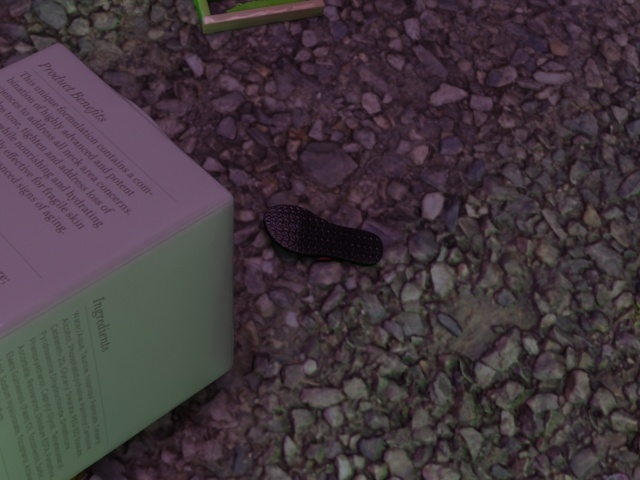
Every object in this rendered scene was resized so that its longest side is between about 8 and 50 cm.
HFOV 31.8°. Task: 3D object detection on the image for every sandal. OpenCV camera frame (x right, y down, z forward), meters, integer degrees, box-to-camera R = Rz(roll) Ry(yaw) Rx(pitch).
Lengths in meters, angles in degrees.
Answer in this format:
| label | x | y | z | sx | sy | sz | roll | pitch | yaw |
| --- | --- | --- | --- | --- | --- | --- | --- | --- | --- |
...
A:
| label | x | y | z | sx | sy | sz | roll | pitch | yaw |
| --- | --- | --- | --- | --- | --- | --- | --- | --- | --- |
| sandal | 0.000 | 0.000 | 1.574 | 0.179 | 0.040 | 0.067 | 17 | 70 | -17 |

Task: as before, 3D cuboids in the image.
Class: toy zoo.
| label | x | y | z | sx | sy | sz | roll | pitch | yaw |
| --- | --- | --- | --- | --- | --- | --- | --- | --- | --- |
| toy zoo | -0.124 | -0.465 | 1.754 | 0.192 | 0.030 | 0.293 | -11 | 69 | -13 |

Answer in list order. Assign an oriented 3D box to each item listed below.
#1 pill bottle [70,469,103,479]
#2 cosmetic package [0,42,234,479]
| label | x | y | z | sx | sy | sz | roll | pitch | yaw |
| --- | --- | --- | --- | --- | --- | --- | --- | --- | --- |
| pill bottle | -0.376 | 0.303 | 1.336 | 0.215 | 0.117 | 0.117 | 19 | 65 | -1 |
| cosmetic package | -0.344 | 0.054 | 1.254 | 0.394 | 0.327 | 0.329 | -32 | 58 | -28 |
